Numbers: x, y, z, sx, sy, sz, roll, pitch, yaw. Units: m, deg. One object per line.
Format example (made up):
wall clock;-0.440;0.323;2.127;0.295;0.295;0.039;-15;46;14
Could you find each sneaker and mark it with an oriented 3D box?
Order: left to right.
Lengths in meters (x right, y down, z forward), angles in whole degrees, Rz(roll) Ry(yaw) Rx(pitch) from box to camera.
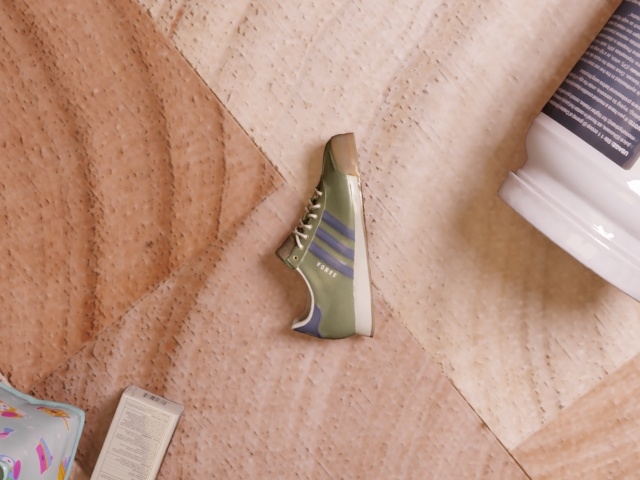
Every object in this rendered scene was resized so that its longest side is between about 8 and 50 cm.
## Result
sneaker;0.000;0.000;1.379;0.086;0.064;0.192;-6;99;1

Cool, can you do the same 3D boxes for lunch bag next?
lunch bag;-0.341;0.271;1.363;0.160;0.223;0.262;21;100;8

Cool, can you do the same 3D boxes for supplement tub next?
supplement tub;0.297;-0.100;1.279;0.191;0.191;0.272;36;98;0

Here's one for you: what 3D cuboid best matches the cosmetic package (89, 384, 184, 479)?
cosmetic package;-0.178;0.203;1.432;0.060;0.041;0.115;23;98;1
